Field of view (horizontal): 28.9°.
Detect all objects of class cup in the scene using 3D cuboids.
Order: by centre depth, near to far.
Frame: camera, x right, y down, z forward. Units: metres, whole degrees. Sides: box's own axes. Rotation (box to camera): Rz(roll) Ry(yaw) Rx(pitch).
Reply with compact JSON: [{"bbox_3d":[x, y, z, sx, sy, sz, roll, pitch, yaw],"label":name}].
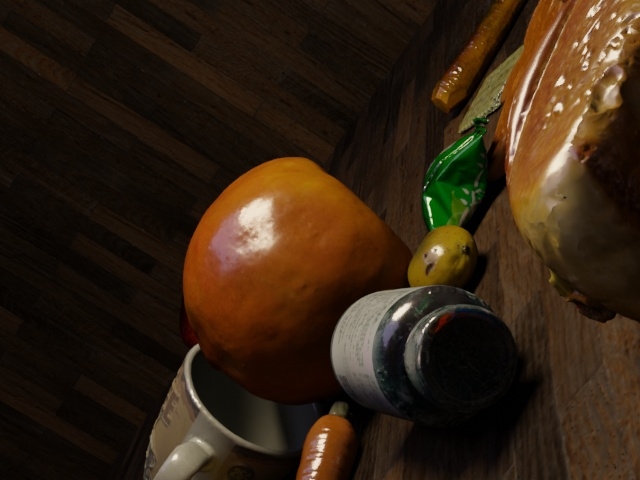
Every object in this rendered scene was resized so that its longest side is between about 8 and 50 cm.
[{"bbox_3d":[-0.161,0.323,1.787,0.257,0.227,0.301,-60,-13,26],"label":"cup"}]

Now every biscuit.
[{"bbox_3d":[0.304,-0.240,1.727,0.205,0.049,0.324,117,172,-54],"label":"biscuit"},{"bbox_3d":[0.290,-0.252,2.041,0.144,0.016,0.203,-60,8,-17],"label":"biscuit"}]

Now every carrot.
[{"bbox_3d":[-0.011,0.332,1.489,0.069,0.069,0.336,-48,19,49],"label":"carrot"},{"bbox_3d":[0.306,-0.368,2.259,0.314,0.066,0.066,-55,8,-10],"label":"carrot"}]

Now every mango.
[{"bbox_3d":[0.153,0.032,1.580,0.103,0.076,0.161,-64,0,-6],"label":"mango"}]

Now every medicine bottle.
[{"bbox_3d":[0.106,0.118,1.281,0.141,0.141,0.293,-59,8,-9],"label":"medicine bottle"}]

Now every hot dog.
[{"bbox_3d":[0.273,-0.109,0.990,0.405,0.185,0.223,-60,10,-20],"label":"hot dog"}]

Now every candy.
[{"bbox_3d":[0.180,-0.075,1.702,0.141,0.078,0.203,-132,61,-74],"label":"candy"}]

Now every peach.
[{"bbox_3d":[-0.038,0.067,1.695,0.301,0.343,0.343,-46,8,1],"label":"peach"}]

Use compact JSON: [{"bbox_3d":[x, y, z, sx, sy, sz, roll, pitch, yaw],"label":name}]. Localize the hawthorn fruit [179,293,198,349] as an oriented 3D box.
[{"bbox_3d":[-0.133,0.142,2.225,0.215,0.249,0.215,23,-90,-84],"label":"hawthorn fruit"}]
